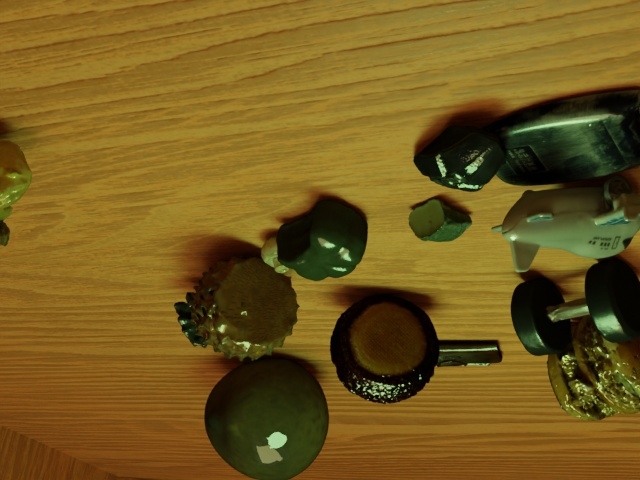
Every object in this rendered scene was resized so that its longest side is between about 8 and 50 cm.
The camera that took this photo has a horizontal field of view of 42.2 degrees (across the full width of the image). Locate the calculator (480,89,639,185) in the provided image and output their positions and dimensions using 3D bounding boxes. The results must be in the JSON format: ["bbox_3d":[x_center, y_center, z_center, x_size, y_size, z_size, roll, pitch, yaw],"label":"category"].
[{"bbox_3d":[0.357,-0.143,1.230,0.268,0.040,0.177,-9,147,36],"label":"calculator"}]

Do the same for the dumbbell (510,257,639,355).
[{"bbox_3d":[0.491,0.132,1.586,0.218,0.152,0.152,-20,142,41],"label":"dumbbell"}]

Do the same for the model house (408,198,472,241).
[{"bbox_3d":[0.212,-0.032,1.460,0.083,0.066,0.079,8,147,-42],"label":"model house"}]

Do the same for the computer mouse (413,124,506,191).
[{"bbox_3d":[0.208,-0.113,1.258,0.106,0.062,0.192,30,158,-16],"label":"computer mouse"}]

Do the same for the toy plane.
[{"bbox_3d":[0.397,-0.027,1.296,0.267,0.122,0.267,-10,175,-1],"label":"toy plane"}]

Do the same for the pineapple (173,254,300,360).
[{"bbox_3d":[-0.203,0.156,1.778,0.223,0.222,0.357,20,161,-24],"label":"pineapple"}]

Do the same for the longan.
[{"bbox_3d":[-0.145,0.480,2.239,0.361,0.361,0.361,6,152,3],"label":"longan"}]

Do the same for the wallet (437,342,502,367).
[{"bbox_3d":[0.317,0.282,2.045,0.255,0.031,0.137,-2,151,17],"label":"wallet"}]

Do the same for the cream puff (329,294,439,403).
[{"bbox_3d":[0.135,0.236,1.785,0.239,0.239,0.165,7,150,1],"label":"cream puff"}]

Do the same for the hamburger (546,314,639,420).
[{"bbox_3d":[0.612,0.256,1.709,0.260,0.245,0.211,41,133,-12],"label":"hamburger"}]

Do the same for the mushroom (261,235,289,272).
[{"bbox_3d":[-0.074,0.027,1.618,0.084,0.067,0.083,0,148,0],"label":"mushroom"}]

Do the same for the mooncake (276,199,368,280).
[{"bbox_3d":[0.000,0.000,1.516,0.168,0.104,0.175,11,149,5],"label":"mooncake"}]

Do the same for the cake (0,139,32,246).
[{"bbox_3d":[-0.642,-0.081,1.382,0.286,0.222,0.227,16,153,-17],"label":"cake"}]
